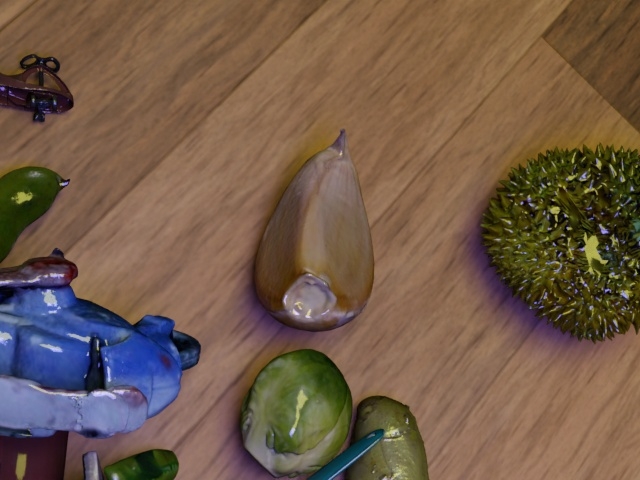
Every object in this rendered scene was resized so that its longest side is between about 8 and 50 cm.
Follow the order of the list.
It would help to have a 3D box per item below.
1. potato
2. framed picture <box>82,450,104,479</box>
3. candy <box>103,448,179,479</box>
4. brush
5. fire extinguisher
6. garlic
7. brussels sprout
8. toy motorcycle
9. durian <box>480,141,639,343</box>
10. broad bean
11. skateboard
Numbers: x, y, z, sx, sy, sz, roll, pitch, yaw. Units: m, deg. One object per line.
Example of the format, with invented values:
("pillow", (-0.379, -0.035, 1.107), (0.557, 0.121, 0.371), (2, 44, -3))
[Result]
("potato", (0.077, 0.275, 1.751), (0.105, 0.085, 0.188), (-2, 67, -1))
("framed picture", (-0.222, 0.377, 1.512), (0.020, 0.211, 0.289), (-5, 73, -7))
("candy", (-0.164, 0.352, 1.603), (0.069, 0.149, 0.246), (-29, 78, 15))
("brush", (0.003, 0.286, 1.707), (0.193, 0.043, 0.032), (-35, 104, -9))
("fire extinguisher", (-0.347, 0.260, 1.564), (0.147, 0.106, 0.337), (5, 67, -5))
("garlic", (-0.001, 0.002, 1.772), (0.145, 0.164, 0.245), (9, 61, -2))
("brussels sprout", (-0.029, 0.201, 1.708), (0.155, 0.155, 0.117), (-34, 46, -29))
("toy motorcycle", (-0.280, 0.136, 1.465), (0.319, 0.182, 0.241), (6, 42, -6))
("durian", (0.360, 0.000, 1.905), (0.291, 0.224, 0.291), (-5, 67, 13))
("broad bean", (-0.413, 0.005, 1.654), (0.318, 0.056, 0.098), (-30, 85, -27))
("skateboard", (-0.368, -0.188, 1.748), (0.151, 0.067, 0.080), (9, 58, -26))
